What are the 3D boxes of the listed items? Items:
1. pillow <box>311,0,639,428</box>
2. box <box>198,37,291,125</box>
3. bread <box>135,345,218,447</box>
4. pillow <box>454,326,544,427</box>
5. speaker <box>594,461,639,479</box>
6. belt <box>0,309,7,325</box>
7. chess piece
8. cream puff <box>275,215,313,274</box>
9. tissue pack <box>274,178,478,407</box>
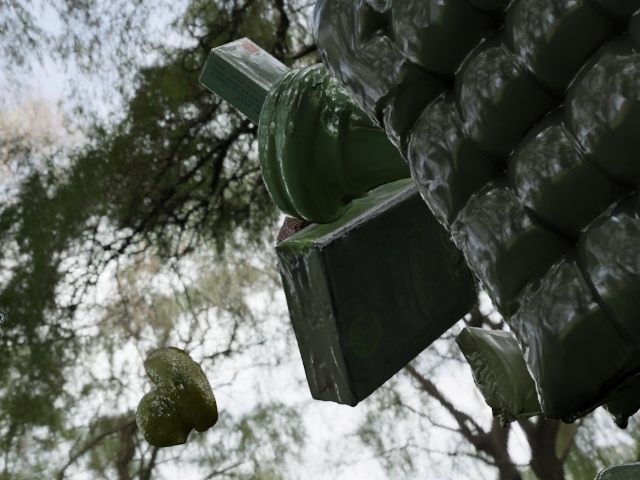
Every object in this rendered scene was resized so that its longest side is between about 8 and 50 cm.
[{"bbox_3d":[0.127,-0.089,0.400,0.101,0.326,0.228,-8,-31,-38],"label":"pillow"},{"bbox_3d":[-0.090,-0.277,1.489,0.079,0.269,0.135,-58,-8,35],"label":"box"},{"bbox_3d":[-0.276,0.275,1.377,0.149,0.187,0.065,-33,-25,-2],"label":"bread"},{"bbox_3d":[0.230,0.161,0.935,0.053,0.119,0.208,-30,-22,26],"label":"pillow"},{"bbox_3d":[0.354,0.408,0.718,0.183,0.406,0.184,-8,-60,19],"label":"speaker"},{"bbox_3d":[-0.565,0.065,1.032,0.302,0.087,0.072,37,-105,-41],"label":"belt"},{"bbox_3d":[0.099,-0.110,0.891,0.299,0.194,0.194,3,-16,25],"label":"chess piece"},{"bbox_3d":[0.000,0.000,1.735,0.240,0.164,0.240,-29,-43,-31],"label":"cream puff"},{"bbox_3d":[0.110,0.064,1.333,0.124,0.288,0.394,3,23,41],"label":"tissue pack"}]
